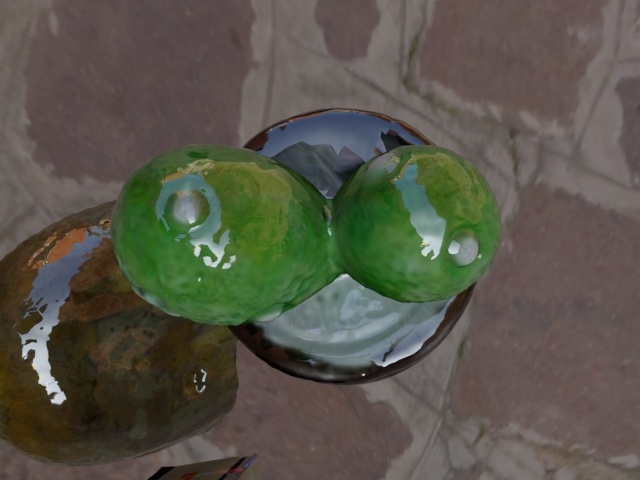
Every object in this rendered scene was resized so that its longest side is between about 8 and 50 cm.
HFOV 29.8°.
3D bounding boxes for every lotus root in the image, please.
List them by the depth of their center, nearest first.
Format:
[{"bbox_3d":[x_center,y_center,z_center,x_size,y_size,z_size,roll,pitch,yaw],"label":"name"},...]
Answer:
[{"bbox_3d":[-0.219,0.108,1.140,0.260,0.267,0.149,-14,39,-26],"label":"lotus root"}]

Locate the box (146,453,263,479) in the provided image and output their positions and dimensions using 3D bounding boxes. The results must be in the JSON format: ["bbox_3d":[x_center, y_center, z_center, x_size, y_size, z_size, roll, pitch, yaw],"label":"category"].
[{"bbox_3d":[-0.071,0.323,0.849,0.084,0.198,0.310,-10,90,8],"label":"box"}]

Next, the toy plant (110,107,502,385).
[{"bbox_3d":[0.000,0.000,0.732,0.218,0.235,0.175,-4,80,8],"label":"toy plant"}]
